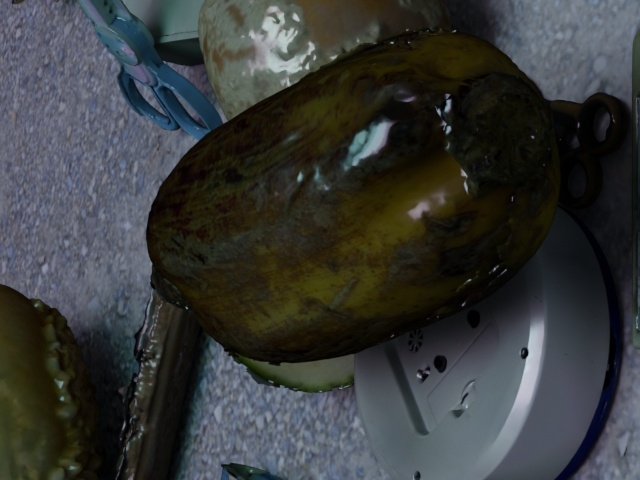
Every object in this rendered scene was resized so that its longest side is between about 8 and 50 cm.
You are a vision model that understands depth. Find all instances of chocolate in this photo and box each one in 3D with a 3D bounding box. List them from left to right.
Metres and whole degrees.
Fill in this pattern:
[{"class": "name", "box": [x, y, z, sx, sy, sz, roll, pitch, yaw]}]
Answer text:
[{"class": "chocolate", "box": [-0.164, 0.174, 1.772, 0.102, 0.065, 0.329, -103, 25, -86]}]

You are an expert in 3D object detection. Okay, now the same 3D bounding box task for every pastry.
[{"class": "pastry", "box": [-0.348, 0.240, 1.857, 0.409, 0.245, 0.410, -174, 90, -72]}]

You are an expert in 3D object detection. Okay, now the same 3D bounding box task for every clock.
[{"class": "clock", "box": [0.115, 0.078, 1.358, 0.230, 0.083, 0.230, -16, 71, 55]}]

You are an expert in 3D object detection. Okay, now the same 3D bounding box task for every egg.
[{"class": "egg", "box": [0.004, -0.158, 1.485, 0.245, 0.203, 0.203, 47, 121, 57]}]

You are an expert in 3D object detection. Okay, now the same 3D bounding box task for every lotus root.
[{"class": "lotus root", "box": [0.009, -0.019, 1.295, 0.397, 0.179, 0.196, -21, 95, 51]}]

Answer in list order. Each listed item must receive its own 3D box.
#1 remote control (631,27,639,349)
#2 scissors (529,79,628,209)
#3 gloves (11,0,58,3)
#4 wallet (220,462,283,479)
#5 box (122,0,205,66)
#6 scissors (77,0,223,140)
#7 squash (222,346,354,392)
[{"class": "remote control", "box": [0.246, -0.042, 1.225, 0.098, 0.038, 0.234, -15, 70, 56]}, {"class": "scissors", "box": [0.157, -0.104, 1.397, 0.220, 0.017, 0.088, 48, 125, 51]}, {"class": "gloves", "box": [-0.306, -0.336, 2.100, 0.144, 0.110, 0.094, -23, 50, 20]}, {"class": "wallet", "box": [-0.065, 0.303, 1.586, 0.141, 0.059, 0.202, 12, 88, 67]}, {"class": "box", "box": [-0.100, -0.243, 1.766, 0.225, 0.086, 0.129, 2, 82, 57]}, {"class": "scissors", "box": [-0.184, -0.190, 1.753, 0.125, 0.256, 0.030, 18, 60, 44]}, {"class": "squash", "box": [0.000, 0.000, 1.608, 0.260, 0.189, 0.189, -65, -2, -70]}]
